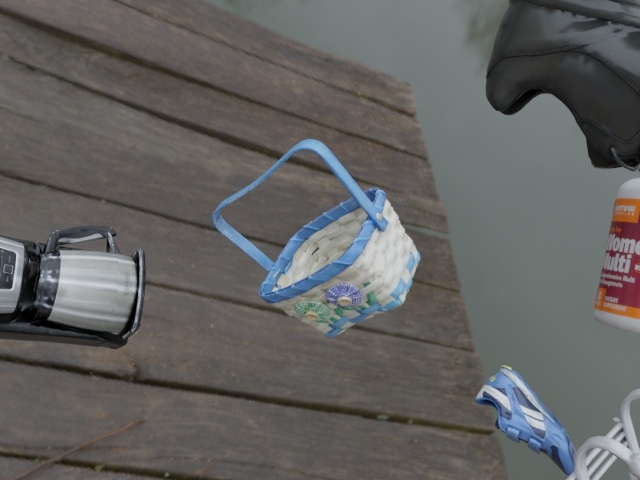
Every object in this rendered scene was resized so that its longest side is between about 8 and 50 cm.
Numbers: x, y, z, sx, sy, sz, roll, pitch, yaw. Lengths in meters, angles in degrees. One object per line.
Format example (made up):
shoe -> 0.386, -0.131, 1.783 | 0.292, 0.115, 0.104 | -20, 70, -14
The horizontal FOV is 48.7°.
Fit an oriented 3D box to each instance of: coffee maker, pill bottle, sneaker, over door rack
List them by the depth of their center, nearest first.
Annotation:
sneaker -> 0.247, -0.097, 0.474 | 0.286, 0.130, 0.109 | 26, 12, 25
over door rack -> 0.256, 0.313, 0.562 | 0.240, 0.108, 0.323 | -17, 103, -45
coffee maker -> -0.296, 0.065, 0.751 | 0.178, 0.171, 0.120 | 11, 43, -29
sneaker -> 0.234, 0.211, 0.798 | 0.059, 0.053, 0.144 | -34, 55, -6
pill bottle -> 0.396, -0.002, 0.813 | 0.121, 0.121, 0.221 | 10, 91, -29

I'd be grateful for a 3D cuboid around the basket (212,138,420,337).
basket -> 0.000, 0.000, 1.111 | 0.289, 0.255, 0.201 | 46, 42, -13
